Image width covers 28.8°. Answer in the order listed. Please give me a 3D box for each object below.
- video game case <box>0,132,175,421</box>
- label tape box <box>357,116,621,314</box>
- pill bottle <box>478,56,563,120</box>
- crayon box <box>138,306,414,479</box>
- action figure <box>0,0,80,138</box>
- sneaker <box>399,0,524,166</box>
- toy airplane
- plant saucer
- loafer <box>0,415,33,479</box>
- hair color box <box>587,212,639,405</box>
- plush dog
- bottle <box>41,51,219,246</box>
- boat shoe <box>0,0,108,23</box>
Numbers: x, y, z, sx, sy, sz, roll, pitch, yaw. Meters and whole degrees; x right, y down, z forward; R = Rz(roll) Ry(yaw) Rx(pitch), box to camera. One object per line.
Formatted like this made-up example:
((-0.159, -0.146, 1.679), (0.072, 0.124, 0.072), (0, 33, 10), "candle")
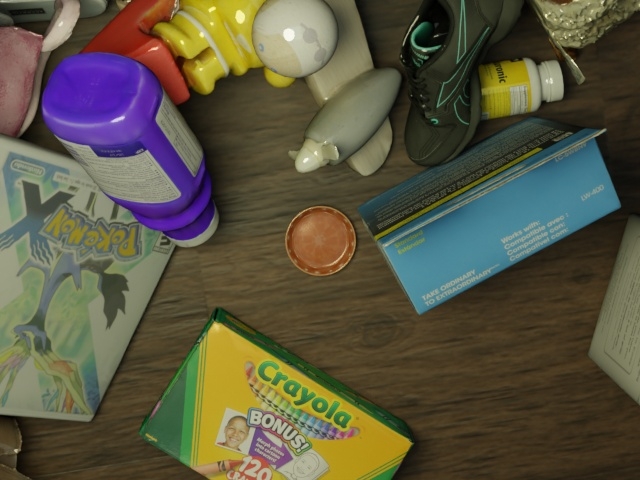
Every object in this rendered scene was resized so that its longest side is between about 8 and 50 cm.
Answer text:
((-0.309, 0.051, 1.345), (0.036, 0.329, 0.300), (31, 98, 35), "video game case")
((0.176, -0.028, 1.317), (0.241, 0.333, 0.106), (-28, 98, 2), "label tape box")
((0.216, -0.175, 1.433), (0.116, 0.065, 0.065), (-9, 99, -1), "pill bottle")
((-0.051, 0.223, 1.472), (0.278, 0.081, 0.165), (32, 96, -6), "crayon box")
((-0.388, -0.070, 1.372), (0.276, 0.248, 0.370), (-9, 95, -17), "action figure")
((0.125, -0.189, 1.350), (0.106, 0.101, 0.267), (-14, 138, -31), "sneaker")
((-0.028, -0.258, 1.302), (0.386, 0.272, 0.384), (13, 116, -26), "toy airplane")
((0.000, 0.000, 1.476), (0.084, 0.013, 0.083), (0, 98, -2), "plant saucer")
((-0.415, 0.247, 1.454), (0.366, 0.134, 0.130), (47, 71, -17), "loafer")
((0.405, 0.093, 1.322), (0.114, 0.374, 0.185), (14, 98, -4), "hair color box")
((0.328, -0.315, 1.359), (0.225, 0.262, 0.210), (-31, 134, 10), "plush dog")
((-0.179, -0.082, 1.281), (0.118, 0.283, 0.092), (8, 67, 20), "bottle")
((-0.352, -0.291, 1.394), (0.229, 0.080, 0.076), (-3, 76, 3), "boat shoe")
